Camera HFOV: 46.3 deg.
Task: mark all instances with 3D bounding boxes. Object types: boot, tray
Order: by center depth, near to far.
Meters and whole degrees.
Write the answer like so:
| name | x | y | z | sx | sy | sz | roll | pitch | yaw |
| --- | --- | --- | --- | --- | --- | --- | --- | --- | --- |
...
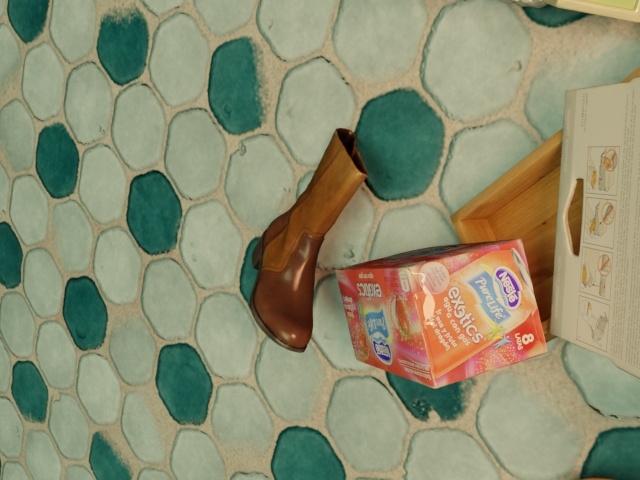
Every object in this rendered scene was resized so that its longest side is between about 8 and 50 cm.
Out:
| name | x | y | z | sx | sy | sz | roll | pitch | yaw |
| --- | --- | --- | --- | --- | --- | --- | --- | --- | --- |
| tray | 0.337 | -0.040 | 0.869 | 0.411 | 0.076 | 0.203 | -43 | 58 | 47 |
| boot | 0.000 | 0.000 | 1.152 | 0.280 | 0.096 | 0.264 | -52 | 25 | 30 |

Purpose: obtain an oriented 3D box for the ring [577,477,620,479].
| name | x | y | z | sx | sy | sz | roll | pitch | yaw |
| --- | --- | --- | --- | --- | --- | --- | --- | --- | --- |
| ring | 0.405 | 0.465 | 0.939 | 0.336 | 0.032 | 0.337 | 30 | 128 | 49 |

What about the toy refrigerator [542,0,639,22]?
| name | x | y | z | sx | sy | sz | roll | pitch | yaw |
| --- | --- | --- | --- | --- | --- | --- | --- | --- | --- |
| toy refrigerator | 0.339 | -0.388 | 0.823 | 0.102 | 0.094 | 0.270 | 11 | 112 | 0 |

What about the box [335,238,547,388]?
| name | x | y | z | sx | sy | sz | roll | pitch | yaw |
| --- | --- | --- | --- | --- | --- | --- | --- | --- | --- |
| box | 0.142 | 0.086 | 0.978 | 0.300 | 0.154 | 0.142 | 169 | 87 | -74 |

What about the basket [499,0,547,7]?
| name | x | y | z | sx | sy | sz | roll | pitch | yaw |
| --- | --- | --- | --- | --- | --- | --- | --- | --- | --- |
| basket | 0.143 | -0.487 | 0.899 | 0.331 | 0.266 | 0.329 | 25 | 112 | 30 |

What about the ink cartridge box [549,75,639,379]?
| name | x | y | z | sx | sy | sz | roll | pitch | yaw |
| --- | --- | --- | --- | --- | --- | --- | --- | --- | --- |
| ink cartridge box | 0.332 | -0.016 | 0.761 | 0.261 | 0.066 | 0.297 | -144 | 55 | -78 |
